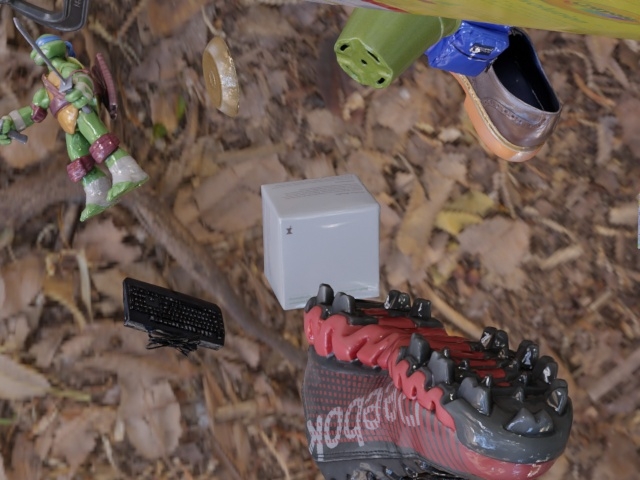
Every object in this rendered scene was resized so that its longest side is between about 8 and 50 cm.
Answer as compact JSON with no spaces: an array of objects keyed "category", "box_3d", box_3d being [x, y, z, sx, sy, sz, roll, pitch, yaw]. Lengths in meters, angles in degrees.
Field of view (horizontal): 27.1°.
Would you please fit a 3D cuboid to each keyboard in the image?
[{"category":"keyboard","box_3d":[-0.195,0.111,1.862,0.038,0.100,0.192,-25,151,35]}]

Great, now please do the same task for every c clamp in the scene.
[{"category":"c clamp","box_3d":[-0.272,-0.251,1.218,0.137,0.022,0.161,16,152,0]}]

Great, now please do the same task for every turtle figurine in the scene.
[{"category":"turtle figurine","box_3d":[-0.385,-0.159,1.897,0.198,0.274,0.266,-31,91,14]}]

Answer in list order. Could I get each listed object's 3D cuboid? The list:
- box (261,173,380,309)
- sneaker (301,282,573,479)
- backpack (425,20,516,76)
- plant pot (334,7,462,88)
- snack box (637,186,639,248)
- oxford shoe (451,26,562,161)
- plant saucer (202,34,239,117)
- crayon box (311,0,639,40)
[{"category":"box","box_3d":[0.000,0.000,1.291,0.101,0.087,0.102,-7,114,-13]},{"category":"sneaker","box_3d":[0.061,0.112,0.807,0.097,0.276,0.135,6,95,-23]},{"category":"backpack","box_3d":[0.164,-0.239,1.408,0.098,0.101,0.120,5,148,-30]},{"category":"plant pot","box_3d":[0.051,-0.159,0.999,0.083,0.083,0.079,48,64,-23]},{"category":"snack box","box_3d":[0.576,-0.032,2.105,0.141,0.037,0.100,5,81,-10]},{"category":"oxford shoe","box_3d":[0.226,-0.293,1.857,0.130,0.133,0.364,-28,78,-26]},{"category":"plant saucer","box_3d":[-0.101,-0.162,1.324,0.015,0.083,0.083,-14,114,-18]},{"category":"crayon box","box_3d":[0.017,-0.127,0.449,0.202,0.318,0.081,5,98,-50]}]
